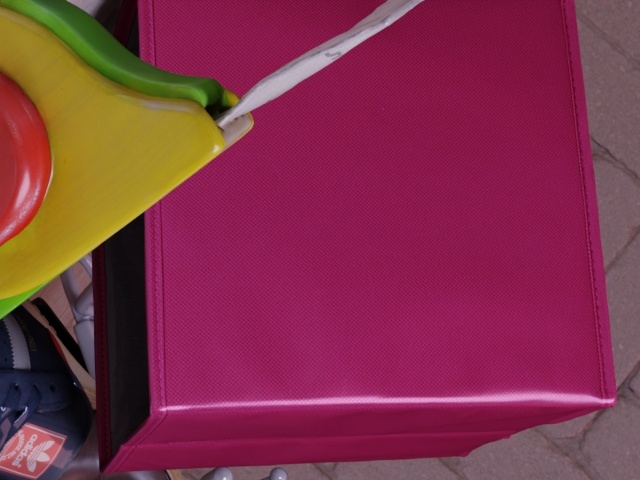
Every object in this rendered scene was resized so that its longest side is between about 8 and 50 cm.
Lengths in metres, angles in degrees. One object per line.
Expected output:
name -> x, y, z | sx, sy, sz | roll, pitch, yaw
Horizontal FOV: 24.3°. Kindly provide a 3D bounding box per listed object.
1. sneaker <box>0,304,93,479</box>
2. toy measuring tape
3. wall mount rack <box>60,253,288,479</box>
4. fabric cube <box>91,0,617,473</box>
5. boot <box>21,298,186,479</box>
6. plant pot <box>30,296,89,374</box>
sneaker -> -0.222, 0.103, 0.921 | 0.131, 0.148, 0.350 | -49, 180, 8
toy measuring tape -> -0.072, -0.073, 0.534 | 0.330, 0.121, 0.121 | -36, -176, 13
wall mount rack -> -0.135, 0.133, 1.317 | 0.130, 0.350, 0.304 | -24, 168, 7
fabric cube -> 0.000, 0.000, 0.914 | 0.259, 0.258, 0.254 | 134, -46, -69
boot -> -0.235, 0.184, 1.131 | 0.207, 0.248, 0.090 | -47, -167, -34
plant pot -> -0.288, 0.187, 1.360 | 0.167, 0.187, 0.188 | -36, -177, 7
